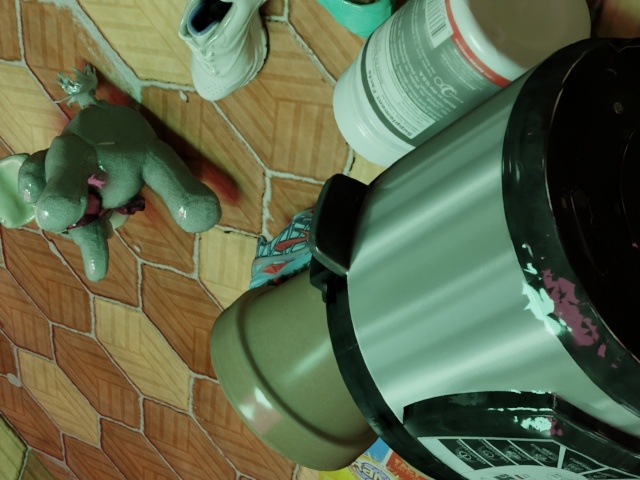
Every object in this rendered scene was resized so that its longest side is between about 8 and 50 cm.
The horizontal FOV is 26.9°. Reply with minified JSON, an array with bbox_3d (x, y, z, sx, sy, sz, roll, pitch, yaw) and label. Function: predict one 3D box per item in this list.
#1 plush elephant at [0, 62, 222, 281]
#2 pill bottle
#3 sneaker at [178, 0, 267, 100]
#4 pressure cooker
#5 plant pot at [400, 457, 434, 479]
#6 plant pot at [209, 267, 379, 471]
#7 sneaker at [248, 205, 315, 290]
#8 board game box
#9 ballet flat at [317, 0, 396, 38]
[{"bbox_3d":[-0.347,-0.067,2.017,0.330,0.271,0.255,62,143,34],"label":"plush elephant"},{"bbox_3d":[0.138,-0.186,1.409,0.161,0.161,0.283,50,148,-4],"label":"pill bottle"},{"bbox_3d":[-0.130,-0.270,1.661,0.111,0.129,0.297,38,148,11],"label":"sneaker"},{"bbox_3d":[0.216,0.047,1.251,0.420,0.375,0.370,-32,82,53],"label":"pressure cooker"},{"bbox_3d":[0.181,0.193,1.772,0.237,0.109,0.237,17,111,50],"label":"plant pot"},{"bbox_3d":[0.031,0.126,1.696,0.263,0.263,0.229,48,117,-1],"label":"plant pot"},{"bbox_3d":[0.000,0.000,1.816,0.261,0.125,0.104,-21,147,32],"label":"sneaker"},{"bbox_3d":[0.108,0.371,2.124,0.242,0.064,0.317,30,144,25],"label":"board game box"},{"bbox_3d":[-0.011,-0.328,1.505,0.247,0.083,0.087,38,151,4],"label":"ballet flat"}]
